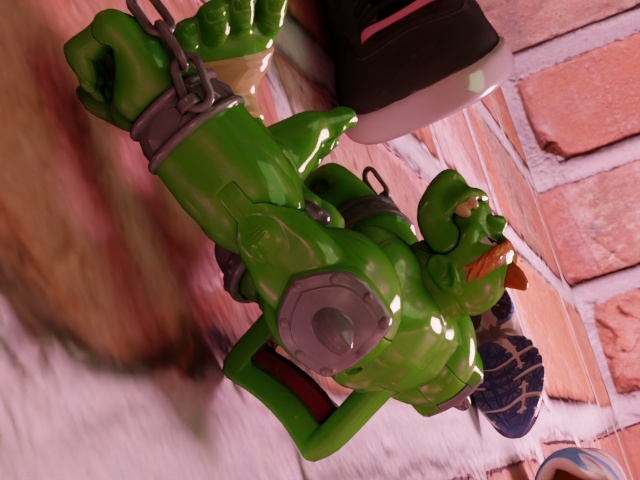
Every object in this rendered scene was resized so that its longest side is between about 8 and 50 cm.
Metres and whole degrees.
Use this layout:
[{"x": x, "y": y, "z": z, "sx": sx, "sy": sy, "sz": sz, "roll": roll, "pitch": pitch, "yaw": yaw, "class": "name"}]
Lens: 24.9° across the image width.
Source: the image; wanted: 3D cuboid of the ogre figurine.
[{"x": 0.000, "y": 0.000, "z": 0.466, "sx": 0.118, "sy": 0.097, "sz": 0.197, "roll": 56, "pitch": -10, "yaw": 22, "class": "ogre figurine"}]

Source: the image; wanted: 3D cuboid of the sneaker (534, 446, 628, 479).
[{"x": 0.212, "y": 0.259, "z": 1.040, "sx": 0.092, "sy": 0.087, "sz": 0.228, "roll": 22, "pitch": 42, "yaw": -66, "class": "sneaker"}]

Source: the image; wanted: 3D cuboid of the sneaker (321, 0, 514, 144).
[{"x": 0.032, "y": -0.157, "z": 0.852, "sx": 0.296, "sy": 0.104, "sz": 0.147, "roll": -96, "pitch": 161, "yaw": -69, "class": "sneaker"}]

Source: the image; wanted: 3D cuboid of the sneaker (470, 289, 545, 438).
[{"x": 0.130, "y": 0.090, "z": 1.005, "sx": 0.135, "sy": 0.052, "sz": 0.058, "roll": -95, "pitch": 165, "yaw": -51, "class": "sneaker"}]
